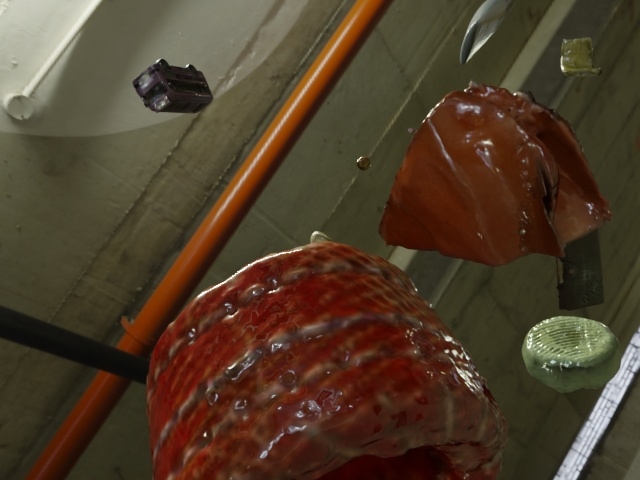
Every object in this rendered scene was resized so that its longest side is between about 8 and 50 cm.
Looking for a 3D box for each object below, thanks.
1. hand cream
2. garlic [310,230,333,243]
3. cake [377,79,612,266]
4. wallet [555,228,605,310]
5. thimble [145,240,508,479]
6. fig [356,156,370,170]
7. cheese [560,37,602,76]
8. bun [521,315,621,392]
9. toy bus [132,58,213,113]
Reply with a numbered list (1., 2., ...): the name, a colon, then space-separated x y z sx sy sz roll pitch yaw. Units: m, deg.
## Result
1. hand cream: 0.304 -0.401 0.957 0.255 0.048 0.080 -54 -22 -40
2. garlic: 0.001 0.000 1.385 0.053 0.083 0.041 20 -91 -19
3. cake: 0.115 -0.044 0.457 0.098 0.287 0.135 -39 -86 -11
4. wallet: 0.675 0.071 1.375 0.121 0.031 0.233 -13 -74 -3
5. thimble: -0.001 0.191 0.549 0.349 0.231 0.351 -12 -51 -16
6. fig: 0.156 -0.271 1.870 0.083 0.050 0.050 -23 -47 -77
7. cheese: 0.453 -0.316 0.925 0.041 0.060 0.084 55 -144 -64
8. bun: 0.539 0.254 1.144 0.195 0.195 0.118 -32 -58 -30
9. toy bus: -0.323 -0.335 1.178 0.099 0.086 0.178 64 -155 0
